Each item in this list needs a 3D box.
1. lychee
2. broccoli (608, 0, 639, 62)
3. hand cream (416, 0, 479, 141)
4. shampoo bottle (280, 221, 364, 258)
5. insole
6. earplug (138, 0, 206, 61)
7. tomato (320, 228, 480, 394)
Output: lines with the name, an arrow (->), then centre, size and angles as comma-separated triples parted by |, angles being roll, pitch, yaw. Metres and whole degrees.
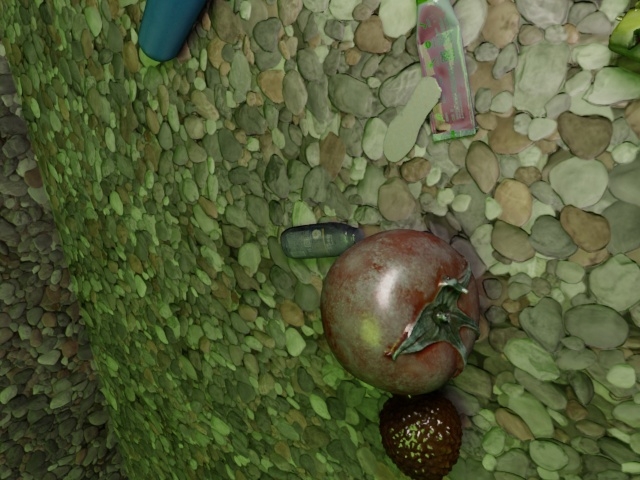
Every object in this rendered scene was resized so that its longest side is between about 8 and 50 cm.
lychee -> 0.224, 0.423, 1.011 | 0.200, 0.200, 0.238 | -11, 92, 41
broccoli -> 0.465, -0.205, 0.512 | 0.273, 0.180, 0.242 | 15, 153, 40
hand cream -> 0.219, -0.319, 0.796 | 0.079, 0.050, 0.275 | 20, 129, 61
shampoo bottle -> 0.000, 0.000, 1.096 | 0.234, 0.049, 0.086 | -6, 103, 40
insole -> 0.173, -0.231, 0.869 | 0.065, 0.004, 0.197 | 43, 139, 14
earplug -> -0.377, -0.562, 1.114 | 0.273, 0.132, 0.132 | -37, 84, 45
tomato -> 0.153, 0.132, 0.861 | 0.283, 0.317, 0.316 | -7, 104, 56
